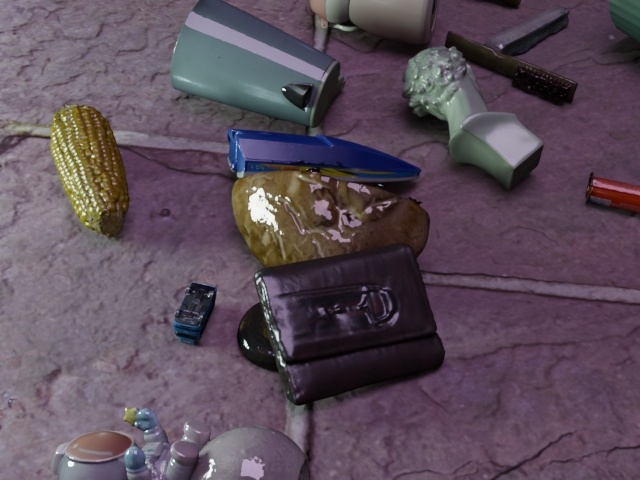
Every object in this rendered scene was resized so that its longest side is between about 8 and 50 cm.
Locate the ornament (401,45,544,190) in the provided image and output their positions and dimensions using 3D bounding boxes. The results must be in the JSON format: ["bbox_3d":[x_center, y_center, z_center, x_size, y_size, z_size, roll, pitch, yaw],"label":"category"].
[{"bbox_3d":[0.228,-0.196,1.919,0.120,0.130,0.285,-27,51,-14],"label":"ornament"}]

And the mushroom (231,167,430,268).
[{"bbox_3d":[0.000,0.000,1.696,0.285,0.156,0.151,11,68,11],"label":"mushroom"}]

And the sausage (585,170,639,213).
[{"bbox_3d":[0.477,-0.065,1.867,0.145,0.050,0.048,13,2,8],"label":"sausage"}]

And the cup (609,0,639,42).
[{"bbox_3d":[0.737,-0.377,2.103,0.392,0.401,0.310,36,84,35],"label":"cup"}]

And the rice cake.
[{"bbox_3d":[0.368,-0.371,2.192,0.206,0.036,0.047,-31,42,-33],"label":"rice cake"}]

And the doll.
[{"bbox_3d":[-0.160,0.270,1.372,0.287,0.151,0.151,4,42,8],"label":"doll"}]

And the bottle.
[{"bbox_3d":[0.085,-0.428,2.139,0.236,0.148,0.147,11,43,9],"label":"bottle"}]

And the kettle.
[{"bbox_3d":[-0.090,-0.277,1.979,0.243,0.160,0.210,23,16,7],"label":"kettle"}]

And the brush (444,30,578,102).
[{"bbox_3d":[0.317,-0.295,2.096,0.248,0.043,0.036,28,40,20],"label":"brush"}]

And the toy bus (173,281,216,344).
[{"bbox_3d":[-0.165,0.095,1.618,0.038,0.046,0.083,12,41,6],"label":"toy bus"}]

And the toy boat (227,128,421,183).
[{"bbox_3d":[0.011,-0.110,1.828,0.295,0.088,0.129,3,13,-16],"label":"toy boat"}]

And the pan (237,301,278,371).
[{"bbox_3d":[-0.003,0.123,1.612,0.212,0.040,0.115,3,48,-3],"label":"pan"}]

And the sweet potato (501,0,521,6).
[{"bbox_3d":[0.256,-0.545,2.324,0.124,0.098,0.310,-11,48,-28],"label":"sweet potato"}]

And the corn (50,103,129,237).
[{"bbox_3d":[-0.331,-0.107,1.781,0.097,0.097,0.262,-11,47,-18],"label":"corn"}]

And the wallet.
[{"bbox_3d":[0.041,0.102,1.582,0.229,0.049,0.182,-11,74,-24],"label":"wallet"}]
